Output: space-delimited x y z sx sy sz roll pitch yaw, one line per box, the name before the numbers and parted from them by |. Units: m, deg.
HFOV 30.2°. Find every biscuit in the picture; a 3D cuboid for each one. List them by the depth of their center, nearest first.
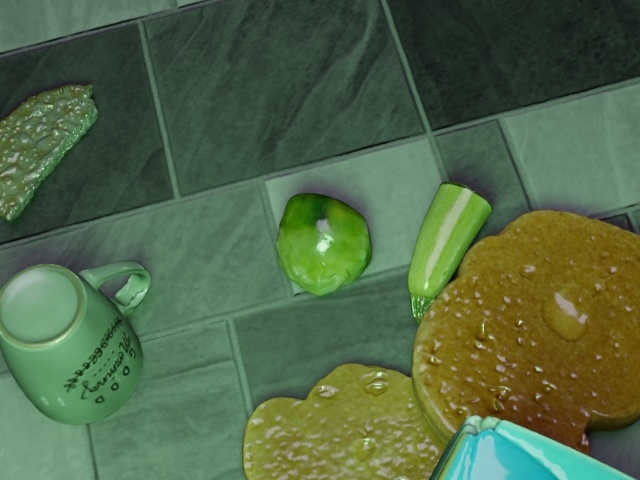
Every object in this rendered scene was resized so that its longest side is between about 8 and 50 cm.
biscuit | 0.075 0.306 1.686 0.376 0.051 0.269 4 62 5
biscuit | 0.331 0.137 1.719 0.455 0.078 0.350 -38 71 -21
biscuit | -0.492 -0.164 2.012 0.141 0.038 0.289 23 66 18

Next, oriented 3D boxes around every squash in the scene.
squash | 0.186 0.027 1.812 0.094 0.094 0.224 19 72 16

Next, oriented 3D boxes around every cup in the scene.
cup | -0.352 0.115 1.740 0.186 0.234 0.258 32 68 20

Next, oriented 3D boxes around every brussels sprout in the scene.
brussels sprout | 0.002 -0.002 1.820 0.152 0.122 0.149 -3 59 4

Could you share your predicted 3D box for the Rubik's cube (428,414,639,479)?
Rubik's cube | 0.246 0.446 1.405 0.352 0.347 0.352 23 71 7
